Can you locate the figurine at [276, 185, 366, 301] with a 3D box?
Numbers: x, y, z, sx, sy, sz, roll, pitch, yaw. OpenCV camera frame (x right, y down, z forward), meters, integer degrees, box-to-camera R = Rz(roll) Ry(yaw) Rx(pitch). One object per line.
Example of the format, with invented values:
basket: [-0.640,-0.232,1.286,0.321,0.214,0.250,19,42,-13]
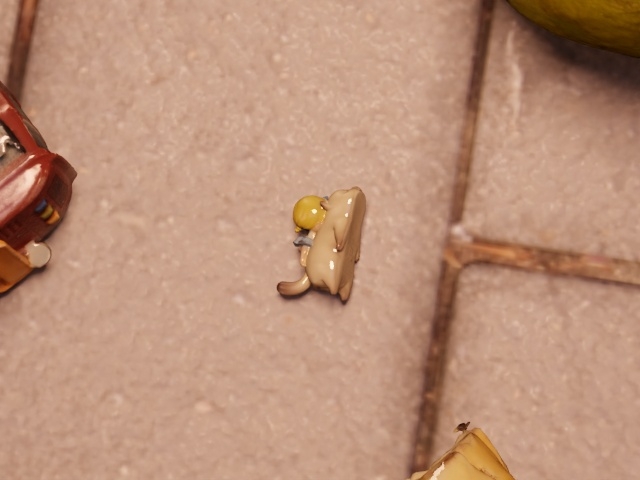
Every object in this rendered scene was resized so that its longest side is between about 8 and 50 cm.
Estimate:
figurine: [0.000,0.000,1.228,0.051,0.047,0.083,9,77,13]

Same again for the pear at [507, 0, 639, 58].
pear: [0.215,-0.253,1.119,0.287,0.287,0.375,-18,37,-1]

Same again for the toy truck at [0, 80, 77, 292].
toy truck: [-0.297,0.008,1.198,0.270,0.114,0.135,-40,79,-4]

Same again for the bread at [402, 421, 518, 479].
bread: [0.030,0.211,1.123,0.224,0.183,0.211,11,80,1]
